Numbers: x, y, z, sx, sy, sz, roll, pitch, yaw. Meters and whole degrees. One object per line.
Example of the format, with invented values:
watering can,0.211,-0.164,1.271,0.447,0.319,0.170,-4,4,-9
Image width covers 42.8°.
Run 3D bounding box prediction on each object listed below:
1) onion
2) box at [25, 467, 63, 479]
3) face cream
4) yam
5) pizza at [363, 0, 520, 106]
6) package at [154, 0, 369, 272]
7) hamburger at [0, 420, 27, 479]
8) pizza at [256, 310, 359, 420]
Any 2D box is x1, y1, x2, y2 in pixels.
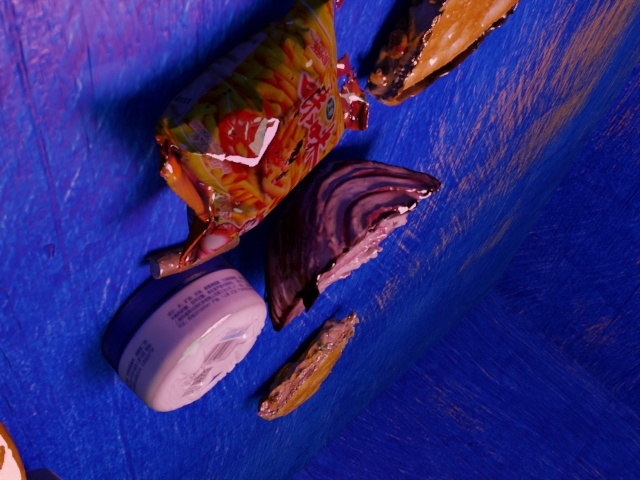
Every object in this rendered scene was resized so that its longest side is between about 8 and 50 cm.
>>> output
onion,0.000,0.000,1.178,0.314,0.146,0.280,-41,177,-45
box,-0.384,0.449,0.912,0.373,0.367,0.090,-37,120,-30
face cream,-0.170,0.123,1.068,0.206,0.111,0.206,-41,164,-15
yam,-0.154,0.015,1.004,0.145,0.032,0.032,-25,151,-52
pizza,0.143,-0.279,1.001,0.251,0.074,0.287,-49,161,3
package,-0.064,-0.118,0.823,0.288,0.108,0.223,-48,158,-24
hamburger,-0.364,0.222,0.594,0.176,0.300,0.300,-8,-177,29
pizza,-0.013,0.259,1.789,0.288,0.075,0.280,-52,166,9
